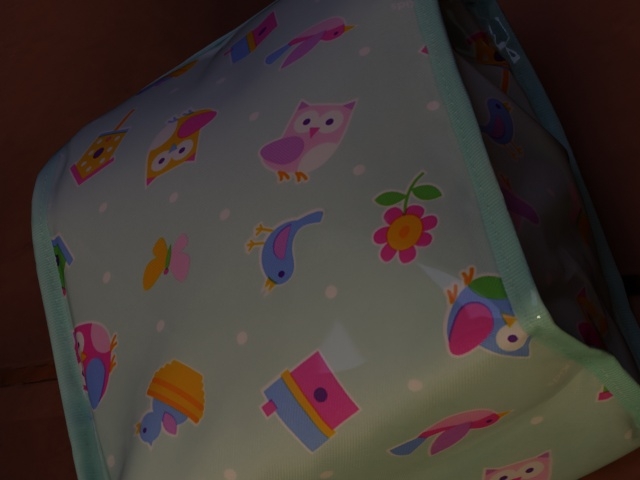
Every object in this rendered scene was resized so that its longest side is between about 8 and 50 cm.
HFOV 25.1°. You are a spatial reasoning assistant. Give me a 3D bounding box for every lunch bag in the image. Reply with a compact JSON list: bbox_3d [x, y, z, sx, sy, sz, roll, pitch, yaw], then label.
[{"bbox_3d":[0.000,0.000,0.624,0.223,0.160,0.262,-32,50,20],"label":"lunch bag"}]
